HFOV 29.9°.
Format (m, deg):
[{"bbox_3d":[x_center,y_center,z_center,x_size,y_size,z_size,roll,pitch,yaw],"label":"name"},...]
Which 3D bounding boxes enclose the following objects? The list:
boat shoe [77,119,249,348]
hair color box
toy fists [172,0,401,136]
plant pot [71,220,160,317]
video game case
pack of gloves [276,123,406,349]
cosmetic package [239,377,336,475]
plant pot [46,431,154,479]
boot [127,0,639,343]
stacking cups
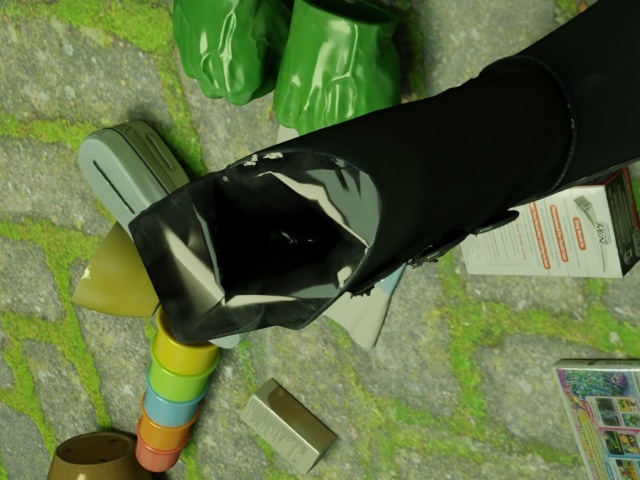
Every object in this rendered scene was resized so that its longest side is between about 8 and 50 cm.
[{"bbox_3d":[-0.164,-0.015,1.414,0.109,0.094,0.302,-30,95,49],"label":"boat shoe"},{"bbox_3d":[0.211,-0.017,1.129,0.167,0.053,0.093,1,116,41],"label":"hair color box"},{"bbox_3d":[-0.037,-0.190,1.195,0.279,0.096,0.142,26,121,27],"label":"toy fists"},{"bbox_3d":[-0.236,0.044,1.504,0.095,0.134,0.134,31,136,-3],"label":"plant pot"},{"bbox_3d":[0.319,0.190,1.202,0.143,0.019,0.157,-5,115,42],"label":"video game case"},{"bbox_3d":[0.000,0.000,1.324,0.195,0.046,0.232,34,134,17],"label":"pack of gloves"},{"bbox_3d":[-0.041,0.237,1.519,0.115,0.041,0.060,41,136,11],"label":"cosmetic package"},{"bbox_3d":[-0.324,0.423,1.769,0.237,0.237,0.254,10,110,36],"label":"plant pot"},{"bbox_3d":[0.130,-0.087,0.836,0.367,0.445,0.146,-38,77,39],"label":"boot"},{"bbox_3d":[-0.201,0.197,1.597,0.096,0.096,0.316,39,138,14],"label":"stacking cups"}]
